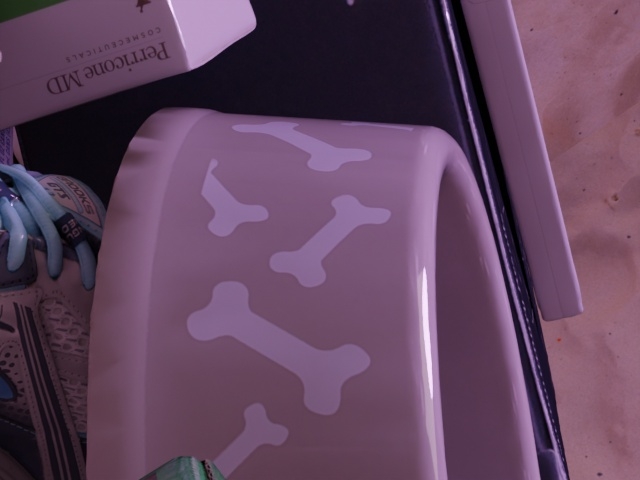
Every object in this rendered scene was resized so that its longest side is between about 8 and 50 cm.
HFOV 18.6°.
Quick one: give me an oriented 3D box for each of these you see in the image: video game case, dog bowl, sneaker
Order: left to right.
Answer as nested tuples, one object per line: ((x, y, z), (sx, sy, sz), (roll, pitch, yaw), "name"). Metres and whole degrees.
((-0.132, 0.004, 0.649), (0.110, 0.122, 0.283), (56, 1, 40), "sneaker")
((0.020, 0.117, 0.702), (0.349, 0.102, 0.349), (-8, 90, -79), "dog bowl")
((0.094, -0.119, 1.072), (0.285, 0.025, 0.204), (-95, 169, -54), "video game case")

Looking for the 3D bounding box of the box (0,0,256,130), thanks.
((-0.096, -0.104, 0.795), (0.102, 0.101, 0.087), (-52, 124, -69), "box")

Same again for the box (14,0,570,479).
((0.000, 0.000, 1.062), (0.395, 0.212, 0.294), (-32, 109, -84), "box")

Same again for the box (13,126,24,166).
((-0.116, -0.072, 1.459), (0.119, 0.182, 0.181), (56, 2, 41), "box")

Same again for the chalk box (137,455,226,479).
((-0.041, 0.145, 0.420), (0.213, 0.132, 0.132), (54, 2, -17), "chalk box")

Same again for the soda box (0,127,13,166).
((-0.189, -0.132, 0.850), (0.092, 0.083, 0.263), (54, 24, -51), "soda box")
